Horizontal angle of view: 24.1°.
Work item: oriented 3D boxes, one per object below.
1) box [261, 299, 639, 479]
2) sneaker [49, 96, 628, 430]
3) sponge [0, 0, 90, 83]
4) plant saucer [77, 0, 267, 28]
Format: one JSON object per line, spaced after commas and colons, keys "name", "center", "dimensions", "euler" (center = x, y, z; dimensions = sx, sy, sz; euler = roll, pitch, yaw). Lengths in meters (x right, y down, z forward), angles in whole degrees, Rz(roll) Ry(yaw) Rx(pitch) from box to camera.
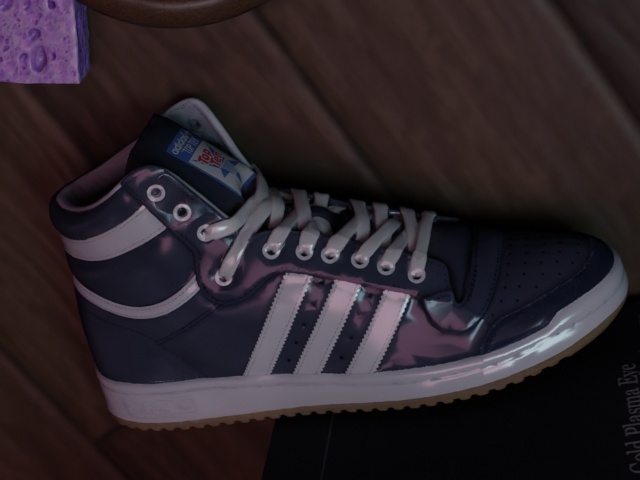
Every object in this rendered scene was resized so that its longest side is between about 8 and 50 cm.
{"name": "box", "center": [0.135, 0.183, 0.673], "dimensions": [0.312, 0.343, 0.179], "euler": [-9, 115, 12]}
{"name": "sneaker", "center": [0.000, 0.000, 0.739], "dimensions": [0.282, 0.099, 0.153], "euler": [-11, 115, 15]}
{"name": "sponge", "center": [-0.222, -0.138, 0.740], "dimensions": [0.210, 0.031, 0.117], "euler": [2, 115, 6]}
{"name": "plant saucer", "center": [-0.068, -0.175, 0.685], "dimensions": [0.168, 0.029, 0.168], "euler": [-3, 115, -6]}
